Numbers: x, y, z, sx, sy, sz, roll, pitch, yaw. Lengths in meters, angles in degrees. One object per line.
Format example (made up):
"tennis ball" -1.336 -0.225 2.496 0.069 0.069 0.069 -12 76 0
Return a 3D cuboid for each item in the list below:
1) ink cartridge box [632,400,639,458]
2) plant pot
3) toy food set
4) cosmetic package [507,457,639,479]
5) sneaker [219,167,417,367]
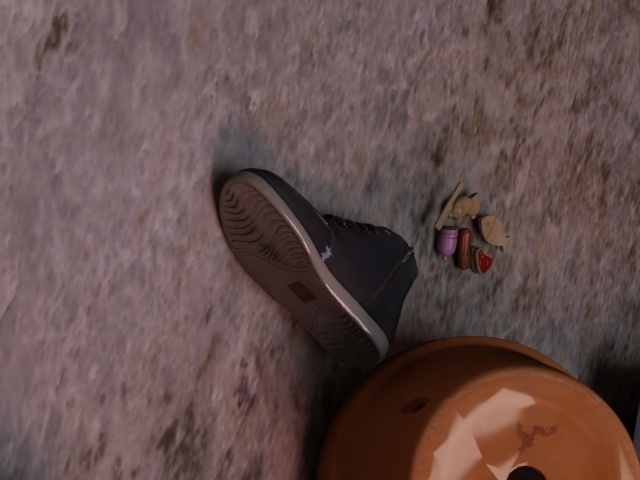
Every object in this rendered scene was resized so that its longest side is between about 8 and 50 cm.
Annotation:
"ink cartridge box" 0.510 0.291 1.493 0.395 0.151 0.270 6 94 -57
"plant pot" 0.152 0.220 1.079 0.291 0.203 0.291 2 79 -8
"toy food set" 0.149 -0.006 1.247 0.078 0.019 0.122 -58 136 -17
"cosmetic package" 0.235 0.438 1.259 0.161 0.230 0.453 31 78 -41
"sneaker" 0.000 0.000 1.091 0.222 0.083 0.118 53 45 -26
